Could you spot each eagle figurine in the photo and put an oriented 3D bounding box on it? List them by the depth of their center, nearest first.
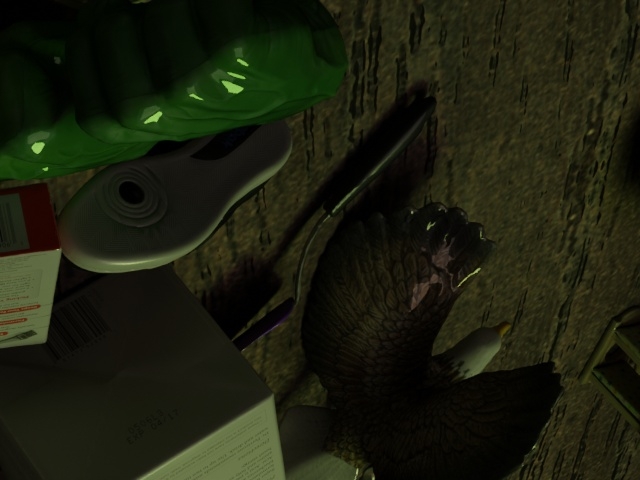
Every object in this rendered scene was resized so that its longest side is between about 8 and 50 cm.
[{"bbox_3d":[0.085,0.126,1.635,0.298,0.226,0.225,92,16,-68],"label":"eagle figurine"}]

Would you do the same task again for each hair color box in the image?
[{"bbox_3d":[-0.227,0.023,1.268,0.093,0.053,0.167,-8,157,-16],"label":"hair color box"}]

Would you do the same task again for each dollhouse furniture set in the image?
[{"bbox_3d":[0.401,0.159,2.010,0.161,0.182,0.101,-9,135,-39],"label":"dollhouse furniture set"}]

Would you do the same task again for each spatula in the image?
[{"bbox_3d":[0.000,0.000,1.544,0.296,0.030,0.084,-54,-177,11],"label":"spatula"}]

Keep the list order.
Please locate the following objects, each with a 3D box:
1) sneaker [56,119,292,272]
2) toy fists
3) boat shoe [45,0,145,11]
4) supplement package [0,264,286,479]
[{"bbox_3d":[-0.115,-0.011,1.338,0.217,0.079,0.121,-33,171,-42],"label":"sneaker"},{"bbox_3d":[-0.126,-0.096,1.156,0.279,0.096,0.142,-11,-176,38],"label":"toy fists"},{"bbox_3d":[-0.159,-0.175,1.165,0.152,0.056,0.049,2,133,-47],"label":"boat shoe"},{"bbox_3d":[-0.142,0.187,1.498,0.177,0.175,0.293,-30,146,-19],"label":"supplement package"}]
